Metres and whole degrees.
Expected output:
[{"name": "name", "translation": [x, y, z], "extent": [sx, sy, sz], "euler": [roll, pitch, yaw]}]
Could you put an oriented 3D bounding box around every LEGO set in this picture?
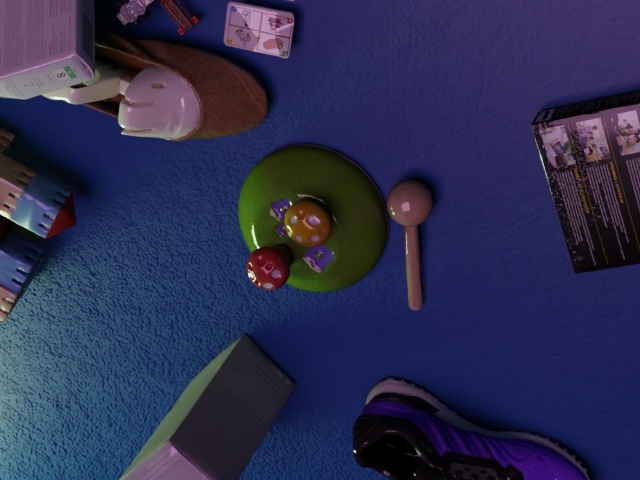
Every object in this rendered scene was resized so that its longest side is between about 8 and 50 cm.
[{"name": "LEGO set", "translation": [-0.136, -0.314, 1.606], "extent": [0.244, 0.060, 0.183], "euler": [12, 113, 9]}]

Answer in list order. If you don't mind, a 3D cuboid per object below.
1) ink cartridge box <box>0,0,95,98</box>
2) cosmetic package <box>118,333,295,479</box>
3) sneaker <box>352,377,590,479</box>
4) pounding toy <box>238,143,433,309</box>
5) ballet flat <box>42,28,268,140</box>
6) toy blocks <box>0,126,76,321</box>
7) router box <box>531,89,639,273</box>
[{"name": "ink cartridge box", "translation": [-0.361, -0.231, 1.623], "extent": [0.224, 0.181, 0.056], "euler": [-15, 145, 13]}, {"name": "cosmetic package", "translation": [-0.135, 0.234, 1.749], "extent": [0.107, 0.238, 0.127], "euler": [46, 122, -4]}, {"name": "sneaker", "translation": [0.167, 0.277, 1.700], "extent": [0.293, 0.146, 0.102], "euler": [21, 121, 12]}, {"name": "pounding toy", "translation": [0.000, 0.000, 1.654], "extent": [0.236, 0.110, 0.183], "euler": [13, 119, 17]}, {"name": "ballet flat", "translation": [-0.233, -0.180, 1.653], "extent": [0.342, 0.124, 0.116], "euler": [22, 123, 11]}, {"name": "toy blocks", "translation": [-0.458, -0.009, 1.819], "extent": [0.260, 0.191, 0.381], "euler": [29, 122, -6]}, {"name": "router box", "translation": [0.311, -0.060, 1.534], "extent": [0.133, 0.046, 0.179], "euler": [-10, 111, 26]}]
